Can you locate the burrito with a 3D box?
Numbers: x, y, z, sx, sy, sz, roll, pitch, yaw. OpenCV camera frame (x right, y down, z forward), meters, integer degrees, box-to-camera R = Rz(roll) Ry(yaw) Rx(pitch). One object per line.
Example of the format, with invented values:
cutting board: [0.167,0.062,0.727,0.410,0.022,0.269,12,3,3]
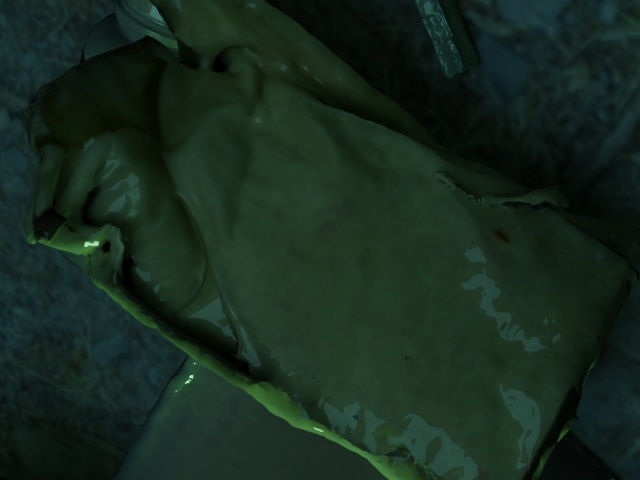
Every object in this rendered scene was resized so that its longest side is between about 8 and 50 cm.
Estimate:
burrito: [0.002,-0.003,0.859,0.332,0.135,0.190,32,86,2]

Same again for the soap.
soap: [0.016,0.185,1.005,0.296,0.107,0.285,44,125,13]

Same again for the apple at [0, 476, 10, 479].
apple: [-0.265,0.335,1.107,0.357,0.357,0.357,13,115,30]

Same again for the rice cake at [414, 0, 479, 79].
rice cake: [0.061,-0.151,0.896,0.021,0.022,0.121,-18,97,37]

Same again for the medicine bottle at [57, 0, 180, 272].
medicine bottle: [-0.104,-0.075,0.983,0.107,0.107,0.191,31,123,21]
